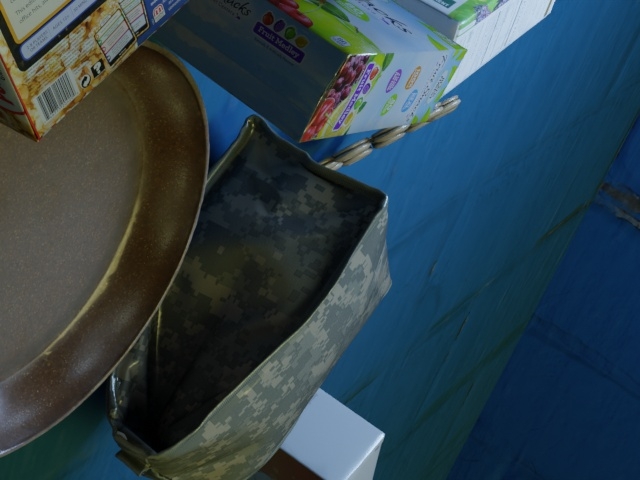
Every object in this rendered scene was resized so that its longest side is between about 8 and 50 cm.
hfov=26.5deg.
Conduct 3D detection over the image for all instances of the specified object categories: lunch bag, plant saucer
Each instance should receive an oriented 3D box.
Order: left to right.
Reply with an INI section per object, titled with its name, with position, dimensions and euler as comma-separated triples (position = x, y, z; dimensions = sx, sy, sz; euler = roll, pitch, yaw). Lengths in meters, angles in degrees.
[plant saucer]
position = -0.190, 0.004, 0.881
dimensions = 0.310, 0.050, 0.311
euler = -44, 152, -31
[lunch bag]
position = -0.075, 0.079, 1.153
dimensions = 0.287, 0.169, 0.235
euler = -56, 166, -13

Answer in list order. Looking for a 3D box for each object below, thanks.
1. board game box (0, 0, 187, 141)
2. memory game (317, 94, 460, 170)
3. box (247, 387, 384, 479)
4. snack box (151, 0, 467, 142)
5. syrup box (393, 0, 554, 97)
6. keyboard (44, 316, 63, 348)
[board game box]
position = -0.140, -0.168, 0.699
dimensions = 0.147, 0.045, 0.193
euler = -48, 147, -25
[memory game]
position = 0.050, -0.091, 1.282
dimensions = 0.186, 0.012, 0.186
euler = -26, -179, 0
[box]
position = -0.027, 0.233, 1.541
dimensions = 0.091, 0.170, 0.130
euler = -45, 158, -32
[snack box]
position = -0.019, -0.145, 0.909
dimensions = 0.070, 0.174, 0.207
euler = -59, 163, 20
[syrup box]
position = 0.143, -0.234, 1.306
dimensions = 0.237, 0.093, 0.096
euler = -40, 155, -42
[keyboard]
position = -0.198, 0.063, 1.027
dimensions = 0.192, 0.038, 0.100
euler = -52, 162, -16
